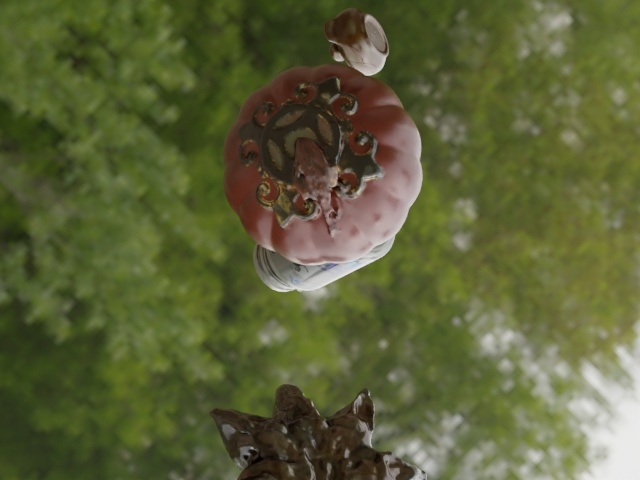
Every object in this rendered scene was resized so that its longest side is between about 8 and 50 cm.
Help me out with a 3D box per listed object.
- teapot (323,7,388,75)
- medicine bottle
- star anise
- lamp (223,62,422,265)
[{"bbox_3d":[0.046,-0.288,2.759,0.078,0.098,0.129,-19,160,22],"label":"teapot"},{"bbox_3d":[0.000,0.000,2.373,0.191,0.107,0.107,-28,-162,49],"label":"medicine bottle"},{"bbox_3d":[-0.010,0.309,2.372,0.108,0.315,0.315,-51,-178,46],"label":"star anise"},{"bbox_3d":[0.001,-0.085,2.081,0.227,0.227,0.227,-43,-171,8],"label":"lamp"}]
